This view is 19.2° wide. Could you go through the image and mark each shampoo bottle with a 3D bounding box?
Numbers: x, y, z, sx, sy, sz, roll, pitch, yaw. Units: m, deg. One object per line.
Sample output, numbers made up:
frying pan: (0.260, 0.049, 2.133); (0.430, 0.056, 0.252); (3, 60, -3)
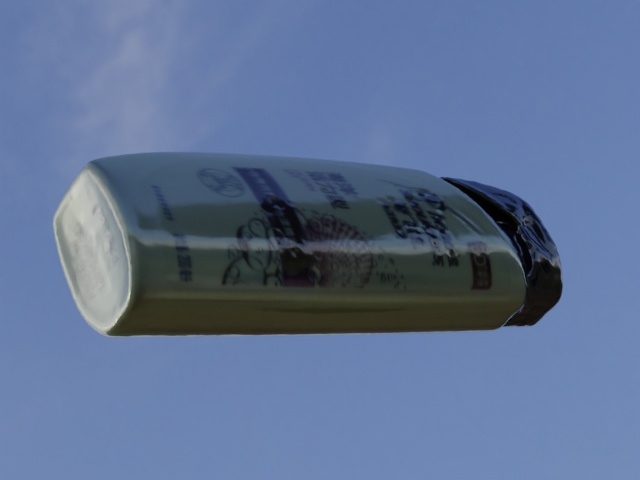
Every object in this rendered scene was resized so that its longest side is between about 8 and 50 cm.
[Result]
shampoo bottle: (0.000, 0.000, 1.244); (0.359, 0.134, 0.078); (1, -41, -38)
